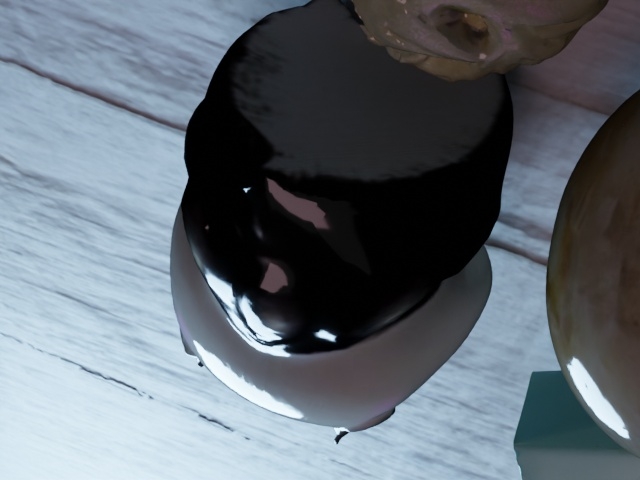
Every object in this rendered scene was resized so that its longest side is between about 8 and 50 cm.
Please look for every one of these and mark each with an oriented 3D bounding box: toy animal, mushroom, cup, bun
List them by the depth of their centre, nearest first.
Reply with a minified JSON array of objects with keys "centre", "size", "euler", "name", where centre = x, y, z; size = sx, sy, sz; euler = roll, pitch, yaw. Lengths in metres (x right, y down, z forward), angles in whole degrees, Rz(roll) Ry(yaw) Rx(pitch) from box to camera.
[{"centre":[0.087,-0.174,1.234],"size":[0.193,0.128,0.178],"euler":[-29,131,30],"name":"bun"},{"centre":[0.305,0.022,1.299],"size":[0.290,0.292,0.292],"euler":[13,153,-33],"name":"mushroom"},{"centre":[0.000,0.000,1.457],"size":[0.251,0.251,0.310],"euler":[20,136,10],"name":"toy animal"},{"centre":[0.283,0.155,1.545],"size":[0.236,0.134,0.148],"euler":[-12,162,33],"name":"cup"}]
